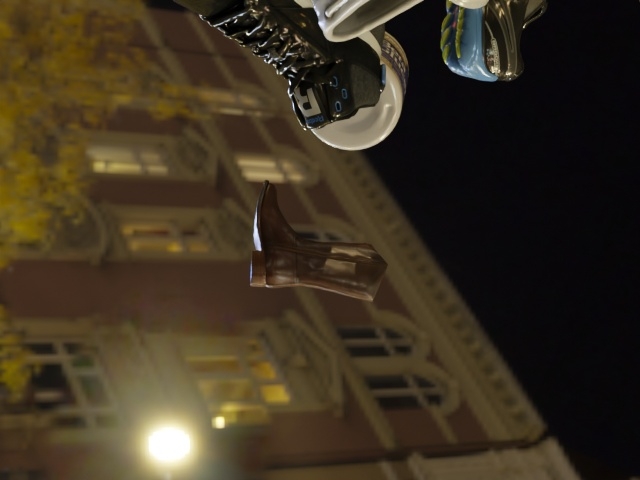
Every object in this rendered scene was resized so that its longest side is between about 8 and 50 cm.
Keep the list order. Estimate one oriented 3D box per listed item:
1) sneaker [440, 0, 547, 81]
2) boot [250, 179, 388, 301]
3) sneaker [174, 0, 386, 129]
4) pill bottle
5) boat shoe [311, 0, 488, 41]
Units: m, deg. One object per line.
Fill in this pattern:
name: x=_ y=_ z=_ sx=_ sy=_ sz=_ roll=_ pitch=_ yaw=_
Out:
sneaker: x=0.148 y=-0.213 z=1.181 sx=0.067 sy=0.078 sz=0.188 roll=-28 pitch=-132 yaw=62
boot: x=0.000 y=0.000 z=1.227 sx=0.037 sy=0.114 sz=0.106 roll=100 pitch=-6 yaw=-63
sneaker: x=-0.024 y=-0.149 z=1.116 sx=0.079 sy=0.217 sz=0.121 roll=-17 pitch=-106 yaw=45
pill bottle: x=0.037 y=-0.155 z=1.392 sx=0.169 sy=0.094 sz=0.094 roll=-73 pitch=-179 yaw=-68
boat shoe: x=0.086 y=-0.182 z=0.854 sx=0.268 sy=0.096 sz=0.088 roll=-13 pitch=-91 yaw=42
